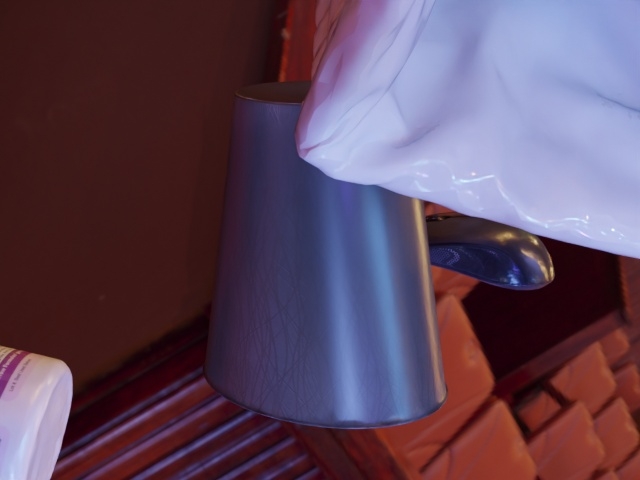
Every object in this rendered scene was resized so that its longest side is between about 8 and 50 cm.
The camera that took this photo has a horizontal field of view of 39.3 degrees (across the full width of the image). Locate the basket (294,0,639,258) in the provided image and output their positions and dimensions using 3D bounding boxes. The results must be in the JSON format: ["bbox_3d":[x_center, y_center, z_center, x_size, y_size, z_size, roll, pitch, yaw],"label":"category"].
[{"bbox_3d":[0.194,-0.184,0.415,0.328,0.331,0.266,122,-23,-48],"label":"basket"}]

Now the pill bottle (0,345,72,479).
[{"bbox_3d":[-0.423,0.172,0.911,0.169,0.302,0.169,-166,-90,-88],"label":"pill bottle"}]

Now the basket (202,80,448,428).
[{"bbox_3d":[0.000,0.000,0.674,0.154,0.204,0.226,-25,119,-55],"label":"basket"}]

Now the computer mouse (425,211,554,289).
[{"bbox_3d":[0.188,-0.004,1.221,0.188,0.272,0.072,-52,153,-63],"label":"computer mouse"}]
